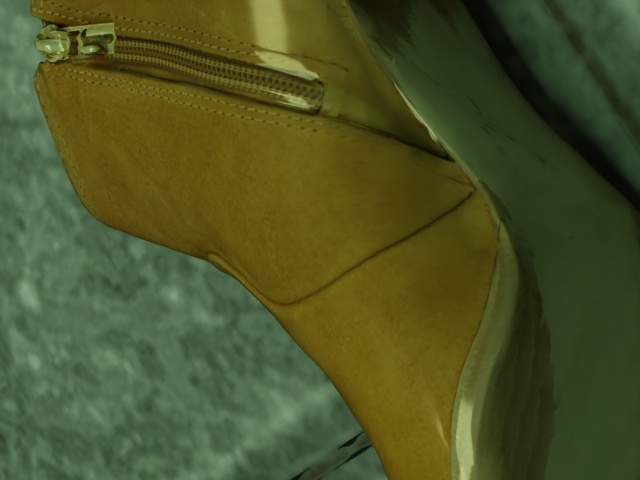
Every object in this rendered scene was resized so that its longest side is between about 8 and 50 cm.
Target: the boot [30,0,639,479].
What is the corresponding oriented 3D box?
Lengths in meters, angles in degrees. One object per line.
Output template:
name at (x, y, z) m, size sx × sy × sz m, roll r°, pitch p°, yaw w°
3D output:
boot at (-0.001, -0.001, 0.580) m, size 0.211 × 0.104 × 0.295 m, roll -1°, pitch 99°, yaw 45°
